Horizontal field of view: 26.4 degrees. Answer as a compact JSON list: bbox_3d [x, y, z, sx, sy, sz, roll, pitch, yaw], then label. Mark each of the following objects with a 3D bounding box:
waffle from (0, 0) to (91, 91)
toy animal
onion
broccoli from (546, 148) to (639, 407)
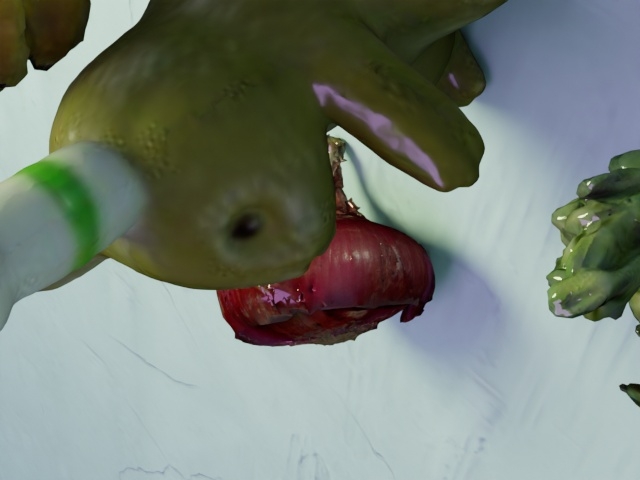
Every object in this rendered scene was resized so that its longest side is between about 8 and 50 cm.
[{"bbox_3d":[-0.135,-0.260,0.546,0.095,0.379,0.382,14,149,10],"label":"waffle"},{"bbox_3d":[-0.033,-0.051,0.656,0.180,0.363,0.181,38,156,-5],"label":"toy animal"},{"bbox_3d":[0.000,0.000,0.906,0.150,0.150,0.140,-17,78,60],"label":"onion"},{"bbox_3d":[0.185,0.008,0.504,0.199,0.177,0.275,22,-174,10],"label":"broccoli"}]
